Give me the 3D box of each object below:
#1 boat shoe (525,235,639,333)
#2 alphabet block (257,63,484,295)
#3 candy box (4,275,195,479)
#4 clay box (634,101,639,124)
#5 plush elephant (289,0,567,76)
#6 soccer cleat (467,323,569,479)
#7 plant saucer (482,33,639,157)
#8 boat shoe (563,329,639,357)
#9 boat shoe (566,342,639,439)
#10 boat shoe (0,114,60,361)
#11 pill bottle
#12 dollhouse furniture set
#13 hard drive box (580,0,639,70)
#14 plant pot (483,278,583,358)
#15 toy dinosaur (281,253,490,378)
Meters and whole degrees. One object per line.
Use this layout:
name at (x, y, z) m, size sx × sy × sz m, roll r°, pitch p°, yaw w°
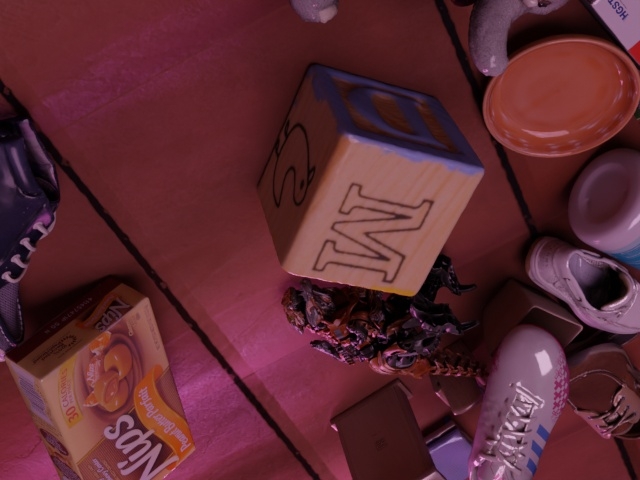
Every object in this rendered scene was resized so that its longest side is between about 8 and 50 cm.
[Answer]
boat shoe at (0.431, 0.080, 1.466) m, size 0.277 × 0.096 × 0.098 m, roll 25°, pitch 84°, yaw -30°
alphabet block at (0.055, -0.073, 1.202) m, size 0.193 × 0.192 × 0.197 m, roll 13°, pitch 120°, yaw -22°
candy box at (-0.293, 0.229, 1.341) m, size 0.183 × 0.087 × 0.316 m, roll -39°, pitch 138°, yaw -33°
clay box at (0.528, -0.167, 1.294) m, size 0.222 × 0.127 × 0.053 m, roll -11°, pitch 130°, yaw 2°
plush elephant at (0.162, -0.299, 1.004) m, size 0.255 × 0.272 × 0.330 m, roll 39°, pitch 78°, yaw -13°
soccer cleat at (0.284, 0.277, 1.419) m, size 0.116 × 0.143 × 0.331 m, roll 17°, pitch 129°, yaw 19°
plant saucer at (0.308, -0.189, 1.254) m, size 0.200 × 0.037 × 0.200 m, roll 1°, pitch 140°, yaw 1°
boat shoe at (0.458, 0.182, 1.598) m, size 0.152 × 0.049 × 0.056 m, roll -29°, pitch 131°, yaw 8°
boat shoe at (0.461, 0.248, 1.542) m, size 0.123 × 0.116 × 0.324 m, roll -34°, pitch 147°, yaw 24°
boat shoe at (-0.380, 0.005, 1.171) m, size 0.158 × 0.127 × 0.340 m, roll -9°, pitch 128°, yaw 0°
pill bottle at (0.493, -0.021, 1.395) m, size 0.264 × 0.146 × 0.146 m, roll 22°, pitch 117°, yaw -30°
dollhouse furniture set at (0.209, 0.377, 1.581) m, size 0.286 × 0.198 × 0.303 m, roll -34°, pitch 128°, yaw 11°
hard drive box at (0.446, -0.330, 1.184) m, size 0.232 × 0.089 × 0.181 m, roll -43°, pitch 125°, yaw 17°
plant pot at (0.311, 0.122, 1.481) m, size 0.109 × 0.096 × 0.109 m, roll 23°, pitch 118°, yaw -29°
toy dinosaur at (0.109, 0.119, 1.413) m, size 0.322 × 0.164 × 0.218 m, roll 11°, pitch 136°, yaw -37°
